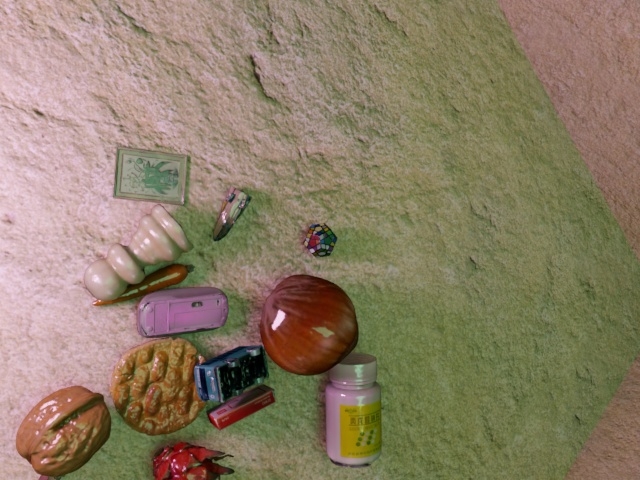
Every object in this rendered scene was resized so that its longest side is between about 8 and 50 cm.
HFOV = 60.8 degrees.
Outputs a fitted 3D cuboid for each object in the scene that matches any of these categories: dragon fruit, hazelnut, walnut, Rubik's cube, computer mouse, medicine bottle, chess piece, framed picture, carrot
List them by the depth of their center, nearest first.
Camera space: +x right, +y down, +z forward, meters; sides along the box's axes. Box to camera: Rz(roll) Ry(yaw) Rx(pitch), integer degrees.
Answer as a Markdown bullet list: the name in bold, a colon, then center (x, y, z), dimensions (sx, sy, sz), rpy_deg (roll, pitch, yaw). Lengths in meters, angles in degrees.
- **walnut**: center (-0.736, 0.548, 1.587), dimensions (0.224, 0.257, 0.257), rpy_deg (39, 69, 14)
- **chess piece**: center (-0.579, 0.052, 1.693), dimensions (0.330, 0.182, 0.182), rpy_deg (-40, 109, -16)
- **carrot**: center (-0.563, 0.146, 1.757), dimensions (0.336, 0.069, 0.069), rpy_deg (-23, 102, -23)
- **dragon fruit**: center (-0.420, 0.753, 1.772), dimensions (0.274, 0.193, 0.192), rpy_deg (16, 127, -7)
- **framed picture**: center (-0.554, -0.208, 1.779), dimensions (0.231, 0.010, 0.172), rpy_deg (3, 90, -29)
- **computer mouse**: center (-0.455, 0.239, 1.808), dimensions (0.311, 0.072, 0.158), rpy_deg (-3, 101, -34)
- **hazelnut**: center (-0.037, 0.291, 1.912), dimensions (0.372, 0.315, 0.372), rpy_deg (19, 57, -33)
- **Rubik's cube**: center (0.000, 0.000, 2.033), dimensions (0.112, 0.133, 0.133), rpy_deg (-41, 112, 6)
- **medicine bottle**: center (0.124, 0.632, 2.065), dimensions (0.214, 0.214, 0.378), rpy_deg (-3, 93, -29)

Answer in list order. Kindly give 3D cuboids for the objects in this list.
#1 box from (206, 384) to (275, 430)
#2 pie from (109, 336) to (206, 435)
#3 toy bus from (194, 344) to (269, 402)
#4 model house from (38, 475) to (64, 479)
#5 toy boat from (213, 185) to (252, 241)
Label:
- **box**: center (-0.272, 0.576, 1.897), dimensions (0.229, 0.123, 0.050), rpy_deg (-21, 97, -26)
- **pie**: center (-0.517, 0.475, 1.785), dimensions (0.340, 0.083, 0.339), rpy_deg (0, 90, -31)
- **toy bus**: center (-0.297, 0.439, 1.814), dimensions (0.256, 0.147, 0.128), rpy_deg (-13, 95, -59)
- **model house**: center (-0.813, 0.718, 1.641), dimensions (0.058, 0.057, 0.083), rpy_deg (35, 77, -30)
- **toy boat**: center (-0.317, -0.088, 1.889), dimensions (0.084, 0.066, 0.210), rpy_deg (29, 89, -14)
